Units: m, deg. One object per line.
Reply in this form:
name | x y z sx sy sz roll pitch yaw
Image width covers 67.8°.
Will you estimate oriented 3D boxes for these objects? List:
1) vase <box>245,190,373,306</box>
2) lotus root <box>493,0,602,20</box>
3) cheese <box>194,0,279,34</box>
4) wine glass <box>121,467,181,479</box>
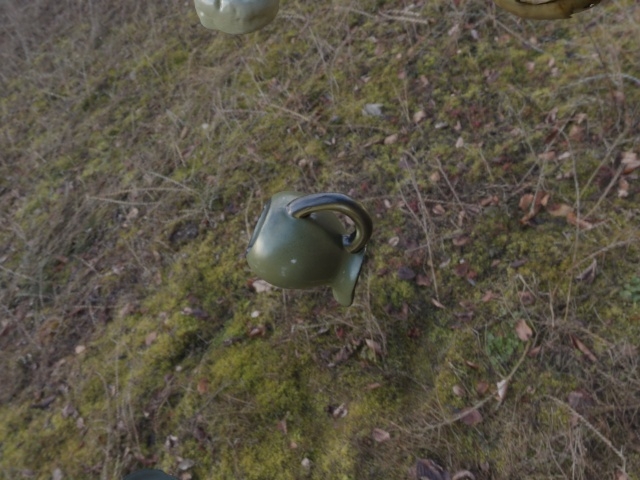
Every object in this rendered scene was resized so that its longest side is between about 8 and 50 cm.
vase | 0.000 0.000 1.154 0.329 0.302 0.241 -51 20 48
lotus root | 0.251 -0.342 0.482 0.160 0.146 0.284 10 56 28
cheese | -0.146 -0.489 0.850 0.159 0.093 0.263 -3 70 5
wine glass | -0.169 0.271 0.352 0.195 0.079 0.079 -53 45 6
